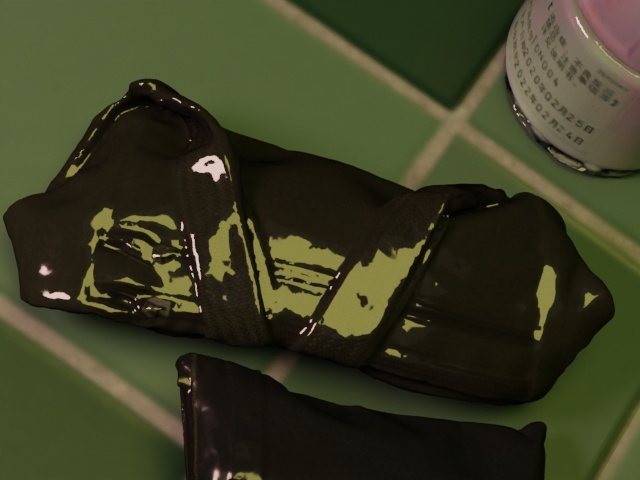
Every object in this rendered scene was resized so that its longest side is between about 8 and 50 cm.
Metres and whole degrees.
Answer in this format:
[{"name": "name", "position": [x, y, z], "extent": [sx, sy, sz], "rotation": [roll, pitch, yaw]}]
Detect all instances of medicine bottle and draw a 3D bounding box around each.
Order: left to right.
[{"name": "medicine bottle", "position": [0.189, -0.127, 0.955], "extent": [0.135, 0.168, 0.135], "rotation": [5, 68, -13]}]

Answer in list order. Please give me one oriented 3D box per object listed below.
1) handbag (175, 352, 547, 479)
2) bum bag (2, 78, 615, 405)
[{"name": "handbag", "position": [0.018, 0.187, 0.825], "extent": [0.211, 0.089, 0.254], "rotation": [14, 62, -20]}, {"name": "bum bag", "position": [0.000, 0.000, 0.900], "extent": [0.326, 0.079, 0.142], "rotation": [12, 65, -8]}]
